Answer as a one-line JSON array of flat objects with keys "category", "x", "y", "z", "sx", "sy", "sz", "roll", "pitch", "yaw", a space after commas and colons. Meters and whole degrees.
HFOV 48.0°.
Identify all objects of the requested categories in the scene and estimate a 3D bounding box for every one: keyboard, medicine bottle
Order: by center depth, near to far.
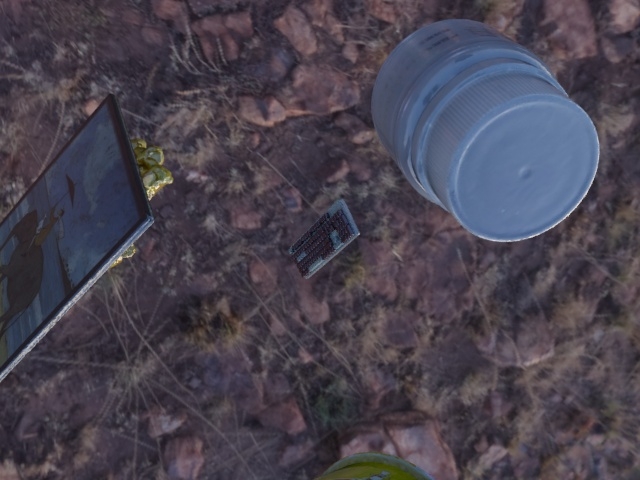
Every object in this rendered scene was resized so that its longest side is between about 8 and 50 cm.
[{"category": "keyboard", "x": 0.000, "y": 0.000, "z": 0.944, "sx": 0.017, "sy": 0.166, "sz": 0.055, "roll": -17, "pitch": 76, "yaw": -30}, {"category": "medicine bottle", "x": 0.218, "y": -0.157, "z": 1.000, "sx": 0.245, "sy": 0.306, "sz": 0.245, "roll": -5, "pitch": 121, "yaw": -9}]

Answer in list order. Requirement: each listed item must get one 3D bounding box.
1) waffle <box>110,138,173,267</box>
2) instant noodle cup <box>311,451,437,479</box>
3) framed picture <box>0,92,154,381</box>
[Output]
[{"category": "waffle", "x": -0.339, "y": -0.043, "z": 1.076, "sx": 0.249, "sy": 0.253, "sz": 0.056, "roll": -15, "pitch": 144, "yaw": 7}, {"category": "instant noodle cup", "x": -0.007, "y": 0.325, "z": 0.603, "sx": 0.200, "sy": 0.264, "sz": 0.264, "roll": 4, "pitch": 111, "yaw": -43}, {"category": "framed picture", "x": -0.356, "y": -0.004, "z": 0.958, "sx": 0.347, "sy": 0.265, "sz": 0.016, "roll": -42, "pitch": 138, "yaw": 19}]
